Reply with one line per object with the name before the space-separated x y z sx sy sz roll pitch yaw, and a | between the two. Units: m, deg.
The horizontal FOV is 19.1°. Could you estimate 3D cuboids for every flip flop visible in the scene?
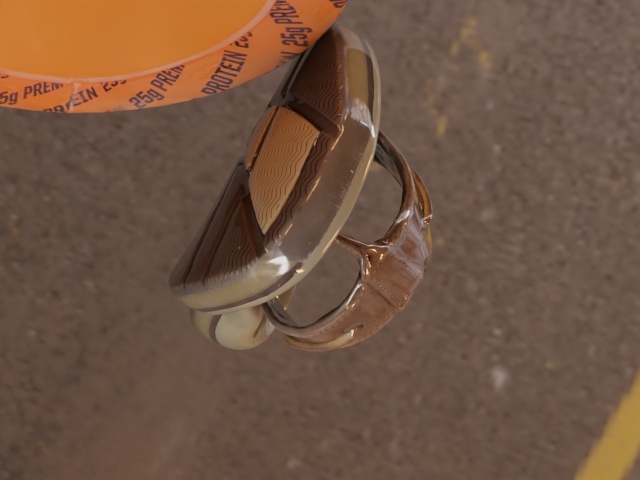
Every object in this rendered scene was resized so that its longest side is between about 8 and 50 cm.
flip flop | 0.000 0.000 0.713 0.112 0.080 0.277 -61 178 -12

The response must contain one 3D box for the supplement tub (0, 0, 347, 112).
supplement tub | -0.085 -0.229 0.658 0.207 0.207 0.338 24 53 -51
